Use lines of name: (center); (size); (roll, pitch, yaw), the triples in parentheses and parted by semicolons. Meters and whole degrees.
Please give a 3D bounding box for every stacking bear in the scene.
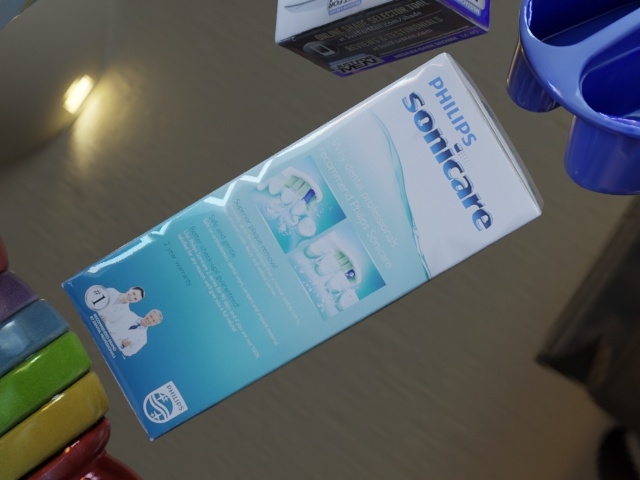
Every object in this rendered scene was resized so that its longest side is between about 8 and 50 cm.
stacking bear: (-0.239, 0.151, 1.228); (0.164, 0.289, 0.175); (-37, 2, -42)

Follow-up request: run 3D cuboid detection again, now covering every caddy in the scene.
caddy: (0.353, -0.201, 1.578); (0.341, 0.241, 0.179); (-25, -25, -20)

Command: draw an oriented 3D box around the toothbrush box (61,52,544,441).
toothbrush box: (0.000, 0.000, 1.078); (0.295, 0.126, 0.216); (-32, -2, 8)

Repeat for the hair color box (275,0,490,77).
hair color box: (0.065, -0.345, 1.490); (0.110, 0.185, 0.339); (24, -117, -43)

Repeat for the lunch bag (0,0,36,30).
lunch bag: (-0.254, -0.259, 1.116); (0.223, 0.160, 0.262); (-40, -37, 2)
